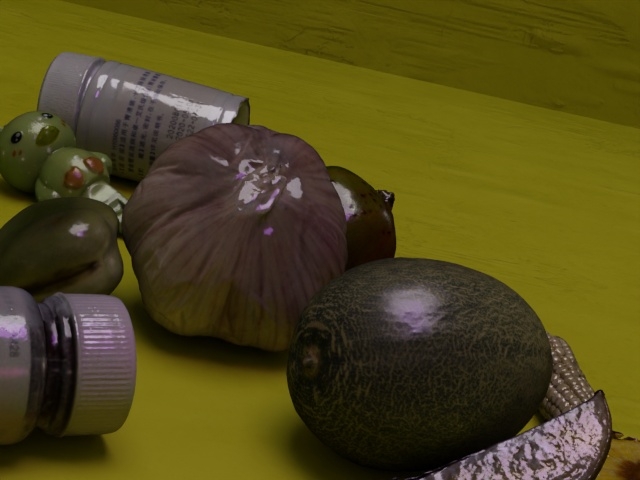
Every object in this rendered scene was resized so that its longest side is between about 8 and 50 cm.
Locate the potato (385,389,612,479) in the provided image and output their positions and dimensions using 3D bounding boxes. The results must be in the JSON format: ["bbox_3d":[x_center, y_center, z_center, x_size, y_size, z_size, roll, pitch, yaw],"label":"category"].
[{"bbox_3d":[0.207,0.269,1.296,0.261,0.120,0.100,-23,52,-8],"label":"potato"}]

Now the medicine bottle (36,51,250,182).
[{"bbox_3d":[-0.301,-0.194,2.080,0.332,0.190,0.190,16,20,6],"label":"medicine bottle"}]

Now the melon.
[{"bbox_3d":[0.117,0.139,1.397,0.329,0.248,0.248,1,24,-36],"label":"melon"}]

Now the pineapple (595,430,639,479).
[{"bbox_3d":[0.363,0.290,1.390,0.225,0.076,0.225,10,19,-3],"label":"pineapple"}]

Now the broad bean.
[{"bbox_3d":[-0.343,0.017,1.587,0.189,0.121,0.263,-31,20,-11],"label":"broad bean"}]

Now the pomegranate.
[{"bbox_3d":[-0.003,-0.007,1.779,0.246,0.198,0.198,-7,28,-36],"label":"pomegranate"}]

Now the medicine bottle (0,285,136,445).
[{"bbox_3d":[-0.340,0.127,1.246,0.273,0.165,0.165,1,24,-28],"label":"medicine bottle"}]

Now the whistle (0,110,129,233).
[{"bbox_3d":[-0.392,-0.113,1.890,0.294,0.141,0.141,25,23,29],"label":"whistle"}]

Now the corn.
[{"bbox_3d":[0.317,0.196,1.600,0.087,0.087,0.211,7,23,-17],"label":"corn"}]

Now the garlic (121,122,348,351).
[{"bbox_3d":[-0.108,-0.019,1.590,0.317,0.317,0.259,7,-22,-17],"label":"garlic"}]
